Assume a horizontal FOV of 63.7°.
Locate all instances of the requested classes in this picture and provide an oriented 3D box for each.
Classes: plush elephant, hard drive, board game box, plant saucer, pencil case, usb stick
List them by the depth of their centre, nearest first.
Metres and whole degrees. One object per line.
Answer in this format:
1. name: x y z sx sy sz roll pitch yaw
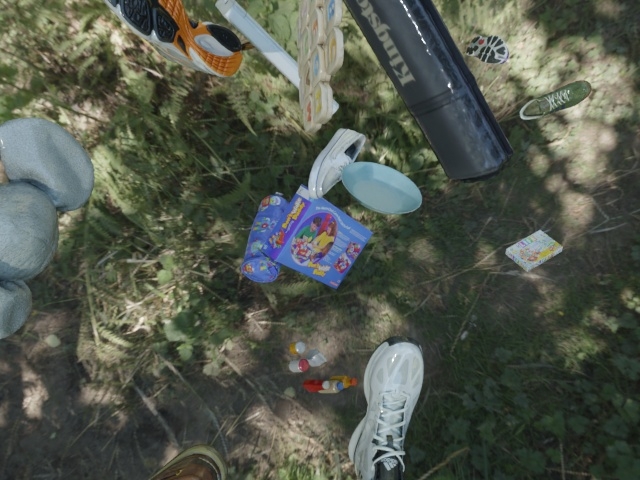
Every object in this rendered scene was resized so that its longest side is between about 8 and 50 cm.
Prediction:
1. usb stick: 0.064 -0.165 0.405 0.045 0.077 0.278 -37 105 -8
2. plush elephant: -0.425 -0.035 0.601 0.255 0.330 0.271 43 58 -29
3. plant saucer: 0.135 -0.112 1.184 0.195 0.195 0.037 23 127 4
4. hard drive: -0.112 -0.478 1.330 0.047 0.233 0.353 -45 122 11
5. board game box: 0.000 0.000 1.645 0.078 0.347 0.233 35 93 39
6. pencil case: -0.166 -0.011 1.705 0.133 0.119 0.306 -6 50 22
7. board game box: 0.731 0.034 1.767 0.154 0.026 0.103 -27 46 -14

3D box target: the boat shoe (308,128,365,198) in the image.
1. boat shoe: 0.049 -0.217 1.434 0.084 0.095 0.258 14 61 25

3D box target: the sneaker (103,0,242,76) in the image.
1. sneaker: -0.260 -0.345 0.837 0.121 0.262 0.099 11 78 43

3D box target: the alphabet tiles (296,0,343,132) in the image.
1. alphabet tiles: -0.012 -0.328 0.839 0.021 0.278 0.283 -3 92 -14

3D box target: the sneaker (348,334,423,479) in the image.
1. sneaker: 0.196 0.489 1.335 0.169 0.257 0.447 9 107 -9

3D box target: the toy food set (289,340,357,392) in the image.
1. toy food set: 0.002 0.409 1.616 0.232 0.105 0.111 50 50 -20

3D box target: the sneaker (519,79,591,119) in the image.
1. sneaker: 0.646 -0.382 1.439 0.086 0.192 0.064 -30 99 -33

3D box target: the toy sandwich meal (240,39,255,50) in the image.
1. toy sandwich meal: -0.228 -0.550 1.468 0.086 0.085 0.029 -19 113 4

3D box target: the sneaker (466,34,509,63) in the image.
1. sneaker: 0.441 -0.484 1.318 0.071 0.170 0.068 17 115 -18

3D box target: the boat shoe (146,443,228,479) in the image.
1. boat shoe: -0.165 0.258 0.467 0.178 0.060 0.064 -40 85 -1
